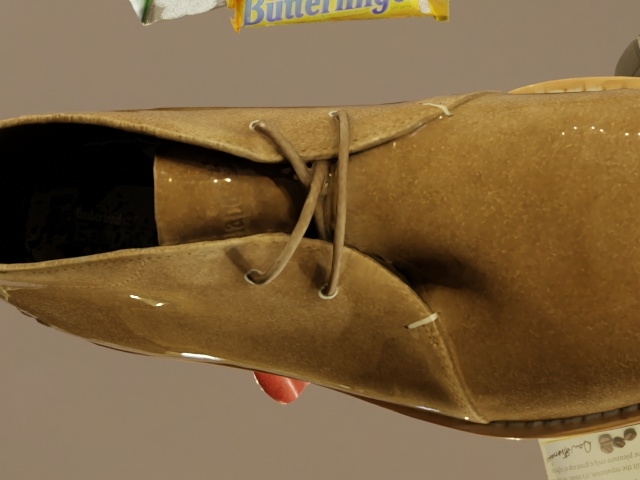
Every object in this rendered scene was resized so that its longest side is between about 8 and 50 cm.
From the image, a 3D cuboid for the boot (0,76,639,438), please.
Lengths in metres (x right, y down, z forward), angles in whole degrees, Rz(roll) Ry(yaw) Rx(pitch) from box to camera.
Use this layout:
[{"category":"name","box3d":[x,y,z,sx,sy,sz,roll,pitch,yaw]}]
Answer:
[{"category":"boot","box3d":[0.012,0.001,0.528,0.305,0.112,0.115,-1,-8,28]}]

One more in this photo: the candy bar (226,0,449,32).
[{"category":"candy bar","box3d":[0.012,-0.171,1.238,0.161,0.018,0.040,-3,-74,4]}]

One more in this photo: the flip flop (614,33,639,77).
[{"category":"flip flop","box3d":[0.334,-0.097,1.416,0.080,0.112,0.277,44,7,-43]}]

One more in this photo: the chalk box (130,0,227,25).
[{"category":"chalk box","box3d":[-0.112,-0.388,1.774,0.179,0.180,0.289,62,-29,20]}]

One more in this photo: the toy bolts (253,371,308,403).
[{"category":"toy bolts","box3d":[0.000,0.000,1.473,0.218,0.158,0.228,-11,-54,14]}]

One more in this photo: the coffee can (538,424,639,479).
[{"category":"coffee can","box3d":[0.265,0.142,1.334,0.201,0.201,0.275,-22,-100,50]}]
